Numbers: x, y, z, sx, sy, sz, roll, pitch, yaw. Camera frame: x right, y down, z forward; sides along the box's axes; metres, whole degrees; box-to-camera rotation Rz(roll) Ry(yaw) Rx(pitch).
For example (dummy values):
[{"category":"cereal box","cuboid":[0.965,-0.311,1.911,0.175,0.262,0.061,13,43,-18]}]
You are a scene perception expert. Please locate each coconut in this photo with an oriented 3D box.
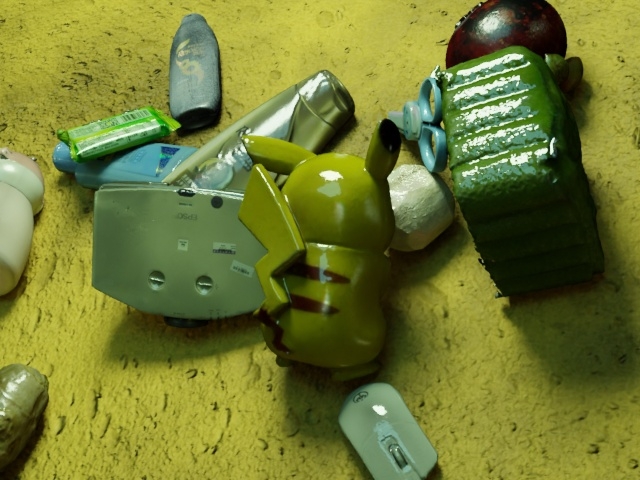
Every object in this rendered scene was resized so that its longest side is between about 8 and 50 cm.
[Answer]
[{"category":"coconut","cuboid":[0.113,-0.038,1.704,0.124,0.110,0.110,-36,48,-14]}]

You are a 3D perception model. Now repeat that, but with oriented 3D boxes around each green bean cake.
[{"category":"green bean cake","cuboid":[0.252,-0.087,1.581,0.156,0.247,0.250,-14,49,16]}]

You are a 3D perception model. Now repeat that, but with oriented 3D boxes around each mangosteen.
[{"category":"mangosteen","cuboid":[0.274,-0.248,1.765,0.199,0.200,0.200,-13,50,16]}]

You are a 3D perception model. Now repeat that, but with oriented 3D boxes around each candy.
[{"category":"candy","cuboid":[-0.314,-0.167,1.974,0.178,0.032,0.102,-19,34,-18]}]

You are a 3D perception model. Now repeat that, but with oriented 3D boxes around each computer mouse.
[{"category":"computer mouse","cuboid":[0.077,0.237,1.539,0.089,0.056,0.182,-36,49,1]}]

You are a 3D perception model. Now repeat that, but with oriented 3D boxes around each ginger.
[{"category":"ginger","cuboid":[-0.469,0.277,1.721,0.116,0.109,0.263,29,71,35]}]

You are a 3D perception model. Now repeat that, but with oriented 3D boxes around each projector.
[{"category":"projector","cuboid":[-0.178,0.020,1.749,0.269,0.088,0.194,6,98,12]}]

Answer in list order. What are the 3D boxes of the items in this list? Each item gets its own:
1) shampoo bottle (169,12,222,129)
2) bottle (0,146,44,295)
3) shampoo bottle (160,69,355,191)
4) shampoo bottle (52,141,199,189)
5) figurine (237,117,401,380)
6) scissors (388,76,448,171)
[{"category":"shampoo bottle","cuboid":[-0.205,-0.280,2.074,0.087,0.049,0.234,-15,50,11]},{"category":"bottle","cuboid":[-0.505,-0.042,1.967,0.147,0.148,0.237,-4,48,22]},{"category":"shampoo bottle","cuboid":[-0.101,-0.116,1.870,0.350,0.084,0.125,-38,75,-8]},{"category":"shampoo bottle","cuboid":[-0.311,-0.117,1.986,0.258,0.061,0.104,10,50,31]},{"category":"figurine","cuboid":[-0.001,0.008,1.610,0.218,0.169,0.327,8,90,27]},{"category":"scissors","cuboid":[0.133,-0.166,1.750,0.030,0.125,0.256,-4,10,-10]}]
